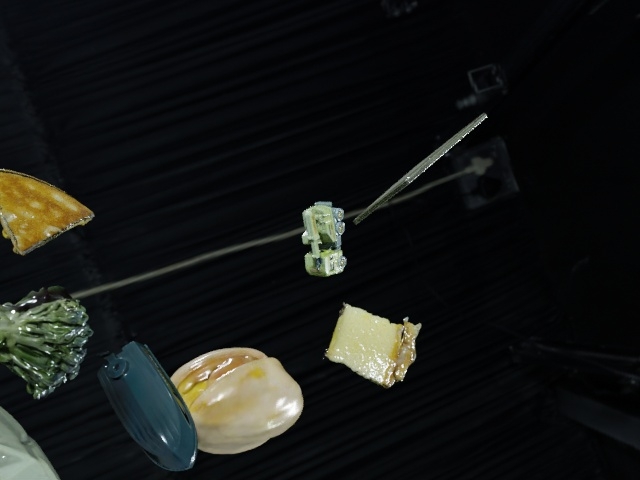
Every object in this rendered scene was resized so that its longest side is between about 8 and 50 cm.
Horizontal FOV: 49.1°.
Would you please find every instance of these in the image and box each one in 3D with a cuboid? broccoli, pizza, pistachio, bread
[{"bbox_3d":[-0.489,0.137,0.999,0.165,0.304,0.145,-61,-142,20],"label":"broccoli"},{"bbox_3d":[-0.435,-0.031,1.072,0.036,0.185,0.176,-47,-135,30],"label":"pizza"},{"bbox_3d":[-0.175,0.341,1.486,0.230,0.309,0.230,0,-89,48],"label":"pistachio"},{"bbox_3d":[0.082,0.197,1.191,0.147,0.127,0.152,21,-35,7],"label":"bread"}]

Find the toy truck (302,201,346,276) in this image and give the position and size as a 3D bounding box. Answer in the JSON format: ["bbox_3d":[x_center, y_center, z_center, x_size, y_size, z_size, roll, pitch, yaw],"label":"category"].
[{"bbox_3d":[0.000,0.000,1.589,0.077,0.100,0.169,6,-74,33],"label":"toy truck"}]

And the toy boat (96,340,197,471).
[{"bbox_3d":[-0.313,0.318,1.312,0.296,0.114,0.122,43,-7,37],"label":"toy boat"}]

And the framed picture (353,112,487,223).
[{"bbox_3d":[0.144,-0.104,1.069,0.010,0.173,0.231,50,-19,-1],"label":"framed picture"}]

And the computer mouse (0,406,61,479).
[{"bbox_3d":[-0.445,0.253,0.741,0.145,0.429,0.228,-63,157,-70],"label":"computer mouse"}]
